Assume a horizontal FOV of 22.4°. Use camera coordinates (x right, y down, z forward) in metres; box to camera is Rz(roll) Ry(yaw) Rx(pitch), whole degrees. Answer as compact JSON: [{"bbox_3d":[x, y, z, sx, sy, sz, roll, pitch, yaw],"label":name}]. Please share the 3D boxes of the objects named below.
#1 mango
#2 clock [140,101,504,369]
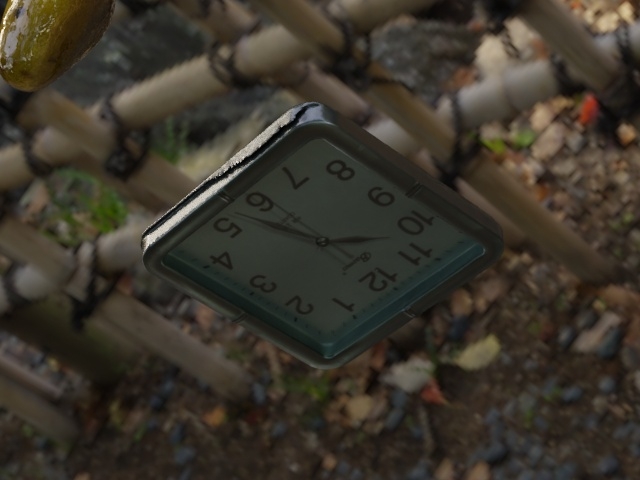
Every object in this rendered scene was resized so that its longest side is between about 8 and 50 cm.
[{"bbox_3d":[-0.239,-0.207,1.462,0.178,0.090,0.115,-67,-2,-61],"label":"mango"},{"bbox_3d":[0.000,-0.001,1.601,0.273,0.279,0.049,-36,37,31],"label":"clock"}]
